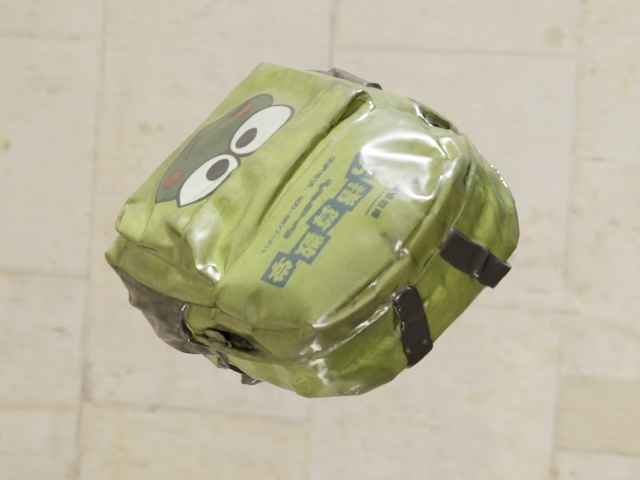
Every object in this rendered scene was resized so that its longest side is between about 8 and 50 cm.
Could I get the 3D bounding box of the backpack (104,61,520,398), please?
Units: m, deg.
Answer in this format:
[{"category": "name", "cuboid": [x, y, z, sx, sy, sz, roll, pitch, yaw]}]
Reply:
[{"category": "backpack", "cuboid": [0.000, 0.000, 0.921, 0.207, 0.253, 0.140, -49, -57, -12]}]
